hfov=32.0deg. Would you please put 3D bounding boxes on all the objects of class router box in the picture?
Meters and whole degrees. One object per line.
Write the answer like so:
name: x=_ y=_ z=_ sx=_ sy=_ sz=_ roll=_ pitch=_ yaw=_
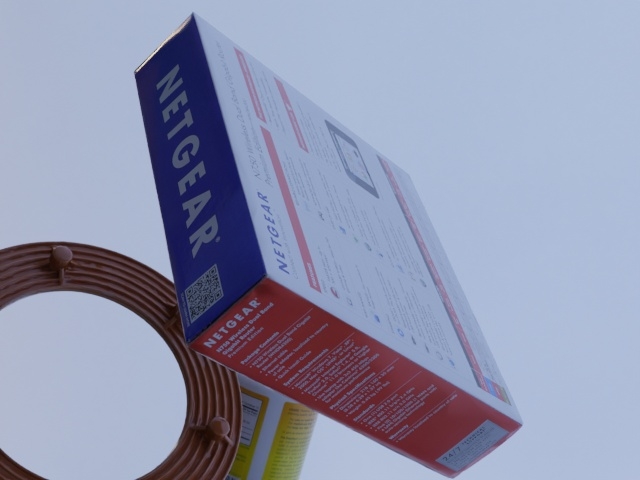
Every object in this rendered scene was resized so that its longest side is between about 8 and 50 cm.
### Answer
router box: x=0.000 y=0.000 z=0.932 sx=0.082 sy=0.301 sz=0.335 roll=-41 pitch=-140 yaw=20

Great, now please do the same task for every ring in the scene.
ring: x=-0.228 y=0.135 z=1.082 sx=0.337 sy=0.336 sz=0.032 roll=60 pitch=-42 yaw=23

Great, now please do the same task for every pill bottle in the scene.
pill bottle: x=-0.067 y=0.220 z=1.331 sx=0.117 sy=0.117 sz=0.215 roll=24 pitch=-80 yaw=52
